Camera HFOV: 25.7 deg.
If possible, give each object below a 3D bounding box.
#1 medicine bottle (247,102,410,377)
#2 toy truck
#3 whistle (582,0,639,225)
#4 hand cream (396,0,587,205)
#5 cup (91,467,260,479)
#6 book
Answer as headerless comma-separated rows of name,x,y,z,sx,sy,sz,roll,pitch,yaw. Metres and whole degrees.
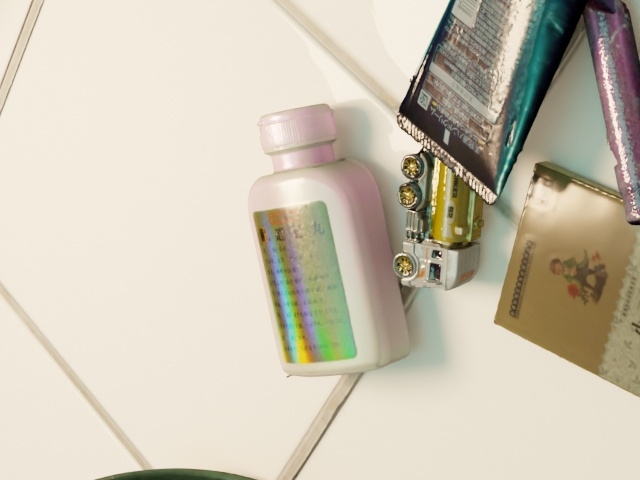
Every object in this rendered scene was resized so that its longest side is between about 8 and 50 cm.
medicine bottle,0.000,0.000,1.149,0.115,0.078,0.219,-8,95,44
toy truck,0.097,-0.022,1.079,0.062,0.052,0.123,12,107,32
whistle,0.209,-0.098,0.968,0.033,0.033,0.177,-13,86,42
hand cream,0.136,-0.167,0.977,0.120,0.061,0.271,44,122,36
cup,-0.095,0.440,1.198,0.400,0.310,0.392,22,120,37
book,0.222,0.040,1.009,0.198,0.016,0.139,27,117,33
